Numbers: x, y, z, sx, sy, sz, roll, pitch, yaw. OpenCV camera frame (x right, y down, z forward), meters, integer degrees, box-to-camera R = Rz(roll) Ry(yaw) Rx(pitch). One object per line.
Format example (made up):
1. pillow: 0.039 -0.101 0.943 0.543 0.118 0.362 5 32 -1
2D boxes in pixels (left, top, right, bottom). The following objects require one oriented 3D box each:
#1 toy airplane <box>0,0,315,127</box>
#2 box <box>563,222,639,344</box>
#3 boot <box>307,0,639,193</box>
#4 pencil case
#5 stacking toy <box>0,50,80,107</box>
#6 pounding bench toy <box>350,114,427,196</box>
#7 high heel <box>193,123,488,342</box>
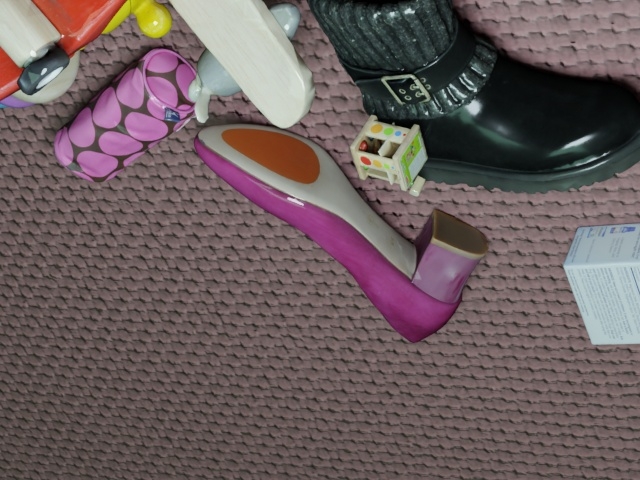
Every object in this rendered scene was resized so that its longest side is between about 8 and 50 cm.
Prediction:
1. toy airplane: -0.184 -0.321 1.896 0.384 0.272 0.386 5 97 8
2. box: 0.366 0.050 2.084 0.137 0.072 0.126 -3 129 29
3. boot: 0.167 -0.185 1.911 0.348 0.131 0.260 0 131 26
4. pencil case: -0.229 -0.143 2.180 0.098 0.095 0.209 30 142 -27
5. stacking toy: -0.447 -0.201 2.203 0.330 0.141 0.141 -14 124 40
6. pounding bench toy: 0.074 -0.085 1.951 0.065 0.052 0.083 15 146 29
7. high heel: 0.000 0.000 2.167 0.377 0.127 0.181 27 127 -5
